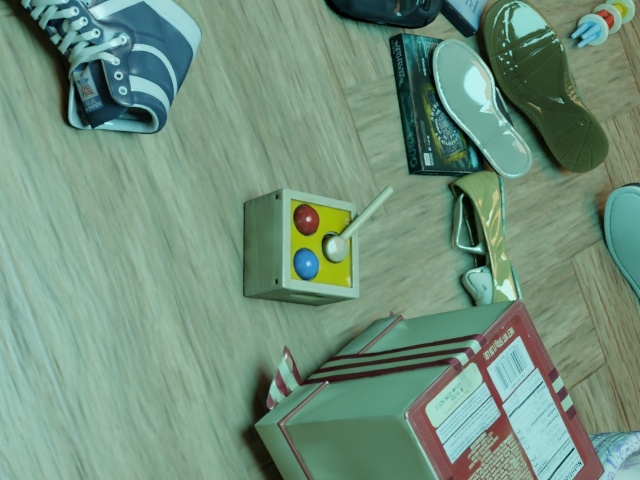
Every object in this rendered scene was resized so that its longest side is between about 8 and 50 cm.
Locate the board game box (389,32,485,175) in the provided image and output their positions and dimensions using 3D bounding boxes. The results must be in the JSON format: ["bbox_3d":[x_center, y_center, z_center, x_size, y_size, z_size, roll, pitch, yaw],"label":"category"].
[{"bbox_3d":[0.157,-0.178,1.441,0.126,0.026,0.186,0,79,-41],"label":"board game box"}]

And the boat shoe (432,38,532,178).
[{"bbox_3d":[0.210,-0.174,1.442,0.206,0.075,0.065,57,7,-8],"label":"boat shoe"}]

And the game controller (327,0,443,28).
[{"bbox_3d":[0.076,-0.431,1.404,0.166,0.067,0.319,2,76,-15],"label":"game controller"}]

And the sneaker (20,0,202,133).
[{"bbox_3d":[-0.244,-0.211,1.053,0.282,0.099,0.153,32,58,-35],"label":"sneaker"}]

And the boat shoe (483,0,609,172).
[{"bbox_3d":[0.316,-0.226,1.556,0.285,0.104,0.089,58,12,-20],"label":"boat shoe"}]

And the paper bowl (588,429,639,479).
[{"bbox_3d":[0.384,0.395,1.414,0.284,0.148,0.284,12,71,-39],"label":"paper bowl"}]

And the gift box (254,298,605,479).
[{"bbox_3d":[0.104,0.199,1.144,0.255,0.258,0.276,-30,99,-41],"label":"gift box"}]

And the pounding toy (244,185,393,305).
[{"bbox_3d":[0.000,0.000,1.210,0.141,0.100,0.130,10,73,-39],"label":"pounding toy"}]

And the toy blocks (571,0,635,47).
[{"bbox_3d":[0.428,-0.375,1.707,0.148,0.054,0.123,-38,105,-40],"label":"toy blocks"}]

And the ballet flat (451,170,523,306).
[{"bbox_3d":[0.213,0.024,1.423,0.073,0.080,0.232,-5,79,-13],"label":"ballet flat"}]

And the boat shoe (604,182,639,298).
[{"bbox_3d":[0.525,0.030,1.659,0.091,0.114,0.302,-44,120,-37],"label":"boat shoe"}]

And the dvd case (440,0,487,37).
[{"bbox_3d":[0.191,-0.437,1.538,0.180,0.022,0.253,38,57,-28],"label":"dvd case"}]
